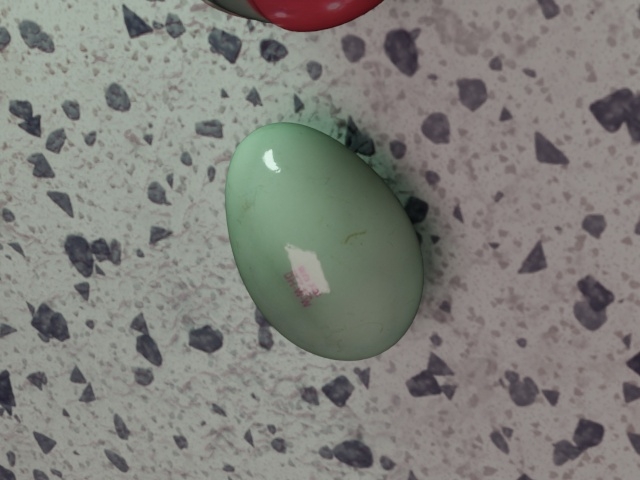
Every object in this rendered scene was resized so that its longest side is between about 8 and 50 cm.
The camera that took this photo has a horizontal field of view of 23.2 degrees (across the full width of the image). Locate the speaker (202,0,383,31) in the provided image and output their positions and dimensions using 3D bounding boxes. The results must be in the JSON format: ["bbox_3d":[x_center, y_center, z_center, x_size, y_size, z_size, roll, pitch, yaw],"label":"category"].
[{"bbox_3d":[-0.040,-0.333,1.412,0.294,0.294,0.294,14,121,25],"label":"speaker"}]

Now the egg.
[{"bbox_3d":[0.000,0.000,1.602,0.183,0.183,0.264,-30,90,38],"label":"egg"}]
